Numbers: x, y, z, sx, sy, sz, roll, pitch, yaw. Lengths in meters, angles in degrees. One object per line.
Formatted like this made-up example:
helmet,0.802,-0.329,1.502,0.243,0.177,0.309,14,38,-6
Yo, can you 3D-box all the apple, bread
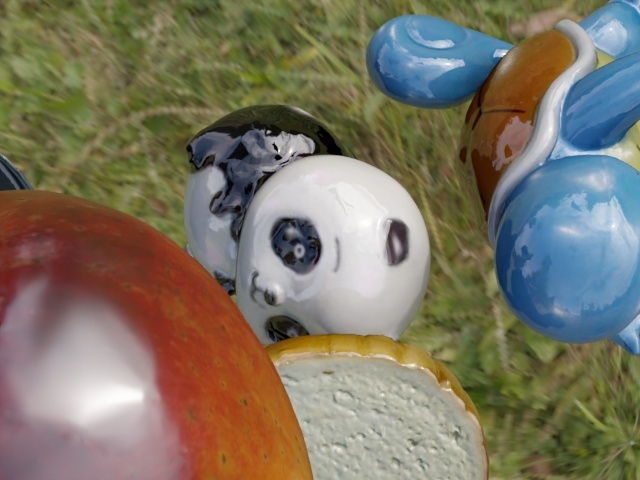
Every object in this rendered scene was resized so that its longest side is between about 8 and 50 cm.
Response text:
apple,-0.077,0.070,0.602,0.158,0.156,0.147,38,88,-33
bread,0.018,0.176,1.460,0.236,0.070,0.236,-1,108,-3

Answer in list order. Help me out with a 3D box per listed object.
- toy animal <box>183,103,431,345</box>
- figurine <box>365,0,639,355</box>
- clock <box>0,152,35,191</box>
toy animal,-0.009,0.000,1.578,0.165,0.187,0.235,-15,37,-23
figurine,0.208,-0.083,1.557,0.243,0.416,0.298,0,125,-23
clock,-0.396,0.028,1.668,0.313,0.061,0.312,-11,116,-23
